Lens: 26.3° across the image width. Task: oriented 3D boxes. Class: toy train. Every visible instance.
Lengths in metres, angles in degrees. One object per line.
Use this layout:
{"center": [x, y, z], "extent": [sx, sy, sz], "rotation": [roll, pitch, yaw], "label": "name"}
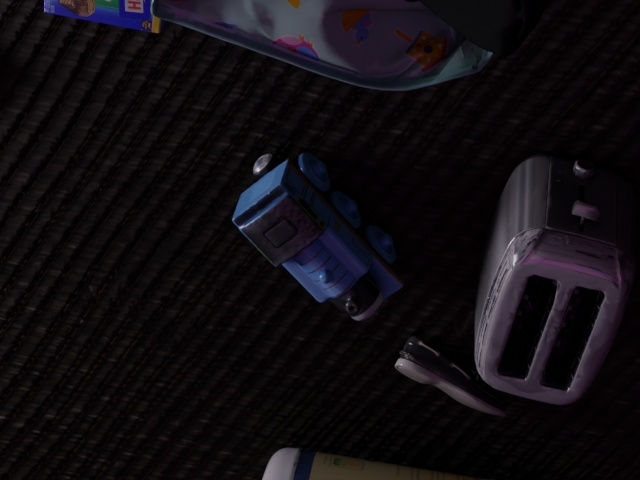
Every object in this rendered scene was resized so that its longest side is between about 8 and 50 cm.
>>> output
{"center": [0.000, 0.000, 1.276], "extent": [0.080, 0.105, 0.184], "rotation": [-34, 110, 26], "label": "toy train"}

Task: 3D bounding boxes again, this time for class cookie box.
{"center": [-0.184, -0.238, 1.203], "extent": [0.107, 0.040, 0.092], "rotation": [10, 121, 3], "label": "cookie box"}

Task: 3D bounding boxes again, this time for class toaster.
{"center": [0.207, 0.045, 1.244], "extent": [0.129, 0.146, 0.227], "rotation": [16, 122, 1], "label": "toaster"}

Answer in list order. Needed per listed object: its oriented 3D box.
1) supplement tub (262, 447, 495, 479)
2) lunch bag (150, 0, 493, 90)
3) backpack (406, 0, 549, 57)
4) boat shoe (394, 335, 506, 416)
{"center": [0.088, 0.345, 1.395], "extent": [0.316, 0.228, 0.228], "rotation": [8, 122, 5], "label": "supplement tub"}
{"center": [0.025, -0.236, 1.061], "extent": [0.262, 0.223, 0.160], "rotation": [16, 127, -2], "label": "lunch bag"}
{"center": [0.135, -0.350, 0.851], "extent": [0.290, 0.355, 0.273], "rotation": [42, 161, 2], "label": "backpack"}
{"center": [0.135, 0.137, 1.374], "extent": [0.125, 0.038, 0.046], "rotation": [27, 164, -6], "label": "boat shoe"}
